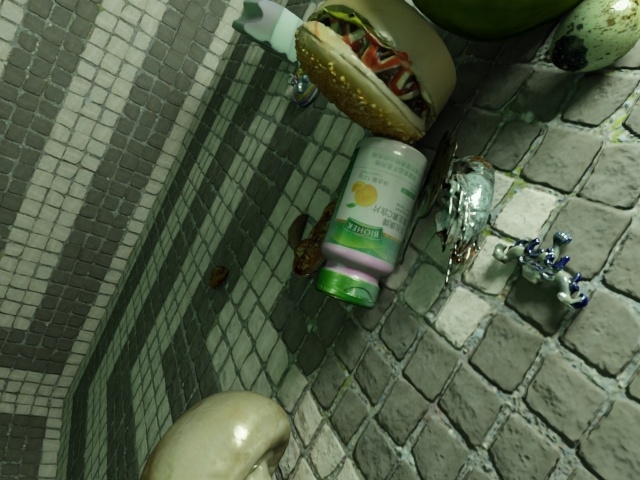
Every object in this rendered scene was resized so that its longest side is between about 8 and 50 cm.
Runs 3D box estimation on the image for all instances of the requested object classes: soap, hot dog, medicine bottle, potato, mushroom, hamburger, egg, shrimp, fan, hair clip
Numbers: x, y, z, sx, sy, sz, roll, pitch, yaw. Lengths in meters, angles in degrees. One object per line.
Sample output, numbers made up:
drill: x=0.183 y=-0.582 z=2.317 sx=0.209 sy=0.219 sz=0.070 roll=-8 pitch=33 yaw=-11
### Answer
soap: x=-0.141 y=-0.654 z=1.383 sx=0.115 sy=0.208 sz=0.347 roll=-58 pitch=33 yaw=15
hot dog: x=-0.317 y=0.113 z=1.344 sx=0.083 sy=0.035 sz=0.058 roll=-45 pitch=35 yaw=32
medicine bottle: x=0.082 y=-0.026 z=0.752 sx=0.133 sy=0.133 sz=0.274 roll=13 pitch=83 yaw=57
potato: x=-0.063 y=-0.023 z=1.052 sx=0.036 sy=0.037 sz=0.093 roll=6 pitch=77 yaw=61
mushroom: x=-0.139 y=0.418 z=0.743 sx=0.290 sy=0.297 sz=0.298 roll=28 pitch=96 yaw=21
hamburger: x=0.087 y=-0.289 z=0.757 sx=0.170 sy=0.302 sz=0.302 roll=-49 pitch=35 yaw=6
egg: x=0.342 y=-0.257 z=0.550 sx=0.110 sy=0.085 sz=0.085 roll=-20 pitch=55 yaw=53
shrimp: x=0.197 y=-0.033 z=0.621 sx=0.079 sy=0.090 sz=0.233 roll=0 pitch=56 yaw=34
fan: x=0.168 y=-0.063 z=0.708 sx=0.152 sy=0.008 sz=0.227 roll=-70 pitch=-1 yaw=-70
hair clip: x=-0.042 y=-0.447 z=1.275 sx=0.172 sy=0.049 sz=0.116 roll=44 pitch=122 yaw=47
hot dog: x=0.000 y=0.000 z=0.929 sx=0.191 sy=0.059 sz=0.108 roll=-54 pitch=30 yaw=24

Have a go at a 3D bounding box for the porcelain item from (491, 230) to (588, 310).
porcelain item: x=0.279 y=0.020 z=0.537 sx=0.075 sy=0.021 sz=0.136 roll=-56 pitch=34 yaw=10

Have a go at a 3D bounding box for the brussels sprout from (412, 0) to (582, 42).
brussels sprout: x=0.262 y=-0.453 z=0.564 sx=0.425 sy=0.342 sz=0.361 roll=-154 pitch=70 yaw=-63
